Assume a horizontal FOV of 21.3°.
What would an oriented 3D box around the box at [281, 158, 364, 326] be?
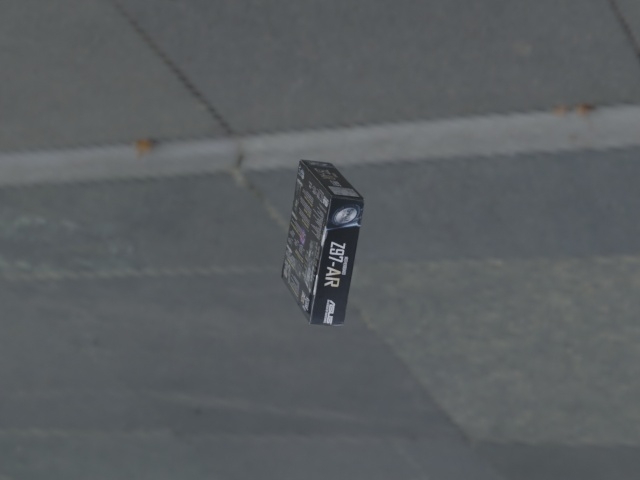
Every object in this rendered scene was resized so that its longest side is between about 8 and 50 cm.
[{"bbox_3d":[0.000,0.000,0.867,0.018,0.067,0.083,6,-167,-13],"label":"box"}]
